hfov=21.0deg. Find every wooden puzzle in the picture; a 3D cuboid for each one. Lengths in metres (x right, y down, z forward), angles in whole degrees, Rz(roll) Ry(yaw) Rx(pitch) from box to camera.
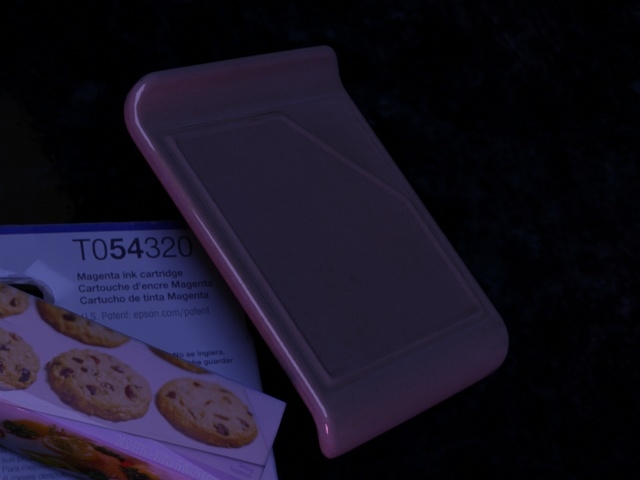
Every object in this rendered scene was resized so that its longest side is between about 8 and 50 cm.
[{"bbox_3d":[0.000,0.000,1.040,0.221,0.044,0.239,-19,77,-56],"label":"wooden puzzle"}]

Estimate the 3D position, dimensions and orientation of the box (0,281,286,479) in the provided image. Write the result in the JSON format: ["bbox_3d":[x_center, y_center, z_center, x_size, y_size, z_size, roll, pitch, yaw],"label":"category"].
[{"bbox_3d":[-0.178,0.060,0.898,0.324,0.063,0.067,25,59,-9],"label":"box"}]

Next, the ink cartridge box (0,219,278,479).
[{"bbox_3d":[-0.180,0.155,0.930,0.324,0.071,0.330,-2,66,-22],"label":"ink cartridge box"}]
